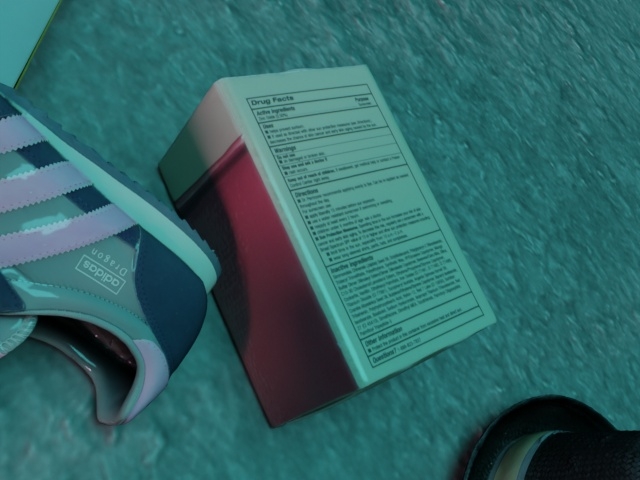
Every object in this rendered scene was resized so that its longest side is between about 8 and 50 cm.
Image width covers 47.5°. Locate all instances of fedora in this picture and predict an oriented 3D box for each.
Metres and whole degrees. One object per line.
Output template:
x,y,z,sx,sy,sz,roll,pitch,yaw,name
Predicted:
0.263,0.275,0.576,0.333,0.152,0.334,16,58,-27,fedora

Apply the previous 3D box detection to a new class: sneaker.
-0.195,-0.006,0.406,0.319,0.112,0.131,36,54,-30,sneaker

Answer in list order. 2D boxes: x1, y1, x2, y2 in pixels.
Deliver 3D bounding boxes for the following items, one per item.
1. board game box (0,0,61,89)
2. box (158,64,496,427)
-0.270,-0.255,0.483,0.242,0.064,0.317,43,42,-37,board game box
0.000,0.000,0.558,0.148,0.127,0.232,-16,75,-39,box
